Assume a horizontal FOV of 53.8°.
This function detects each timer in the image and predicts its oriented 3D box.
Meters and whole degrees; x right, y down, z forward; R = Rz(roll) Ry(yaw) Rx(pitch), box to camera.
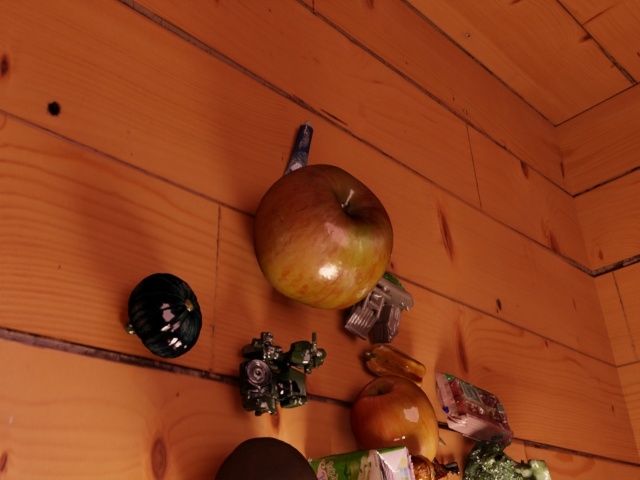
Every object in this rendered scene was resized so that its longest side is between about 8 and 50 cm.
[{"bbox_3d":[0.224,0.176,2.063,0.128,0.047,0.140,39,45,-25],"label":"timer"}]

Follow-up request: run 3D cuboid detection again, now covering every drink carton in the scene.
[{"bbox_3d":[0.094,0.584,1.512,0.108,0.271,0.161,11,62,-40],"label":"drink carton"}]

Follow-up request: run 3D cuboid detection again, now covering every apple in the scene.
[{"bbox_3d":[0.204,0.507,1.730,0.242,0.242,0.241,-35,107,-50],"label":"apple"},{"bbox_3d":[0.000,0.000,1.724,0.400,0.334,0.400,24,37,-20],"label":"apple"}]

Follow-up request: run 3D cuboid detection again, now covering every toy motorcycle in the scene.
[{"bbox_3d":[-0.093,0.335,1.572,0.275,0.127,0.205,18,53,-36],"label":"toy motorcycle"}]

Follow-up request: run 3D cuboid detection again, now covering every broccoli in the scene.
[{"bbox_3d":[0.572,0.739,1.942,0.270,0.270,0.270,172,-90,-89],"label":"broccoli"}]

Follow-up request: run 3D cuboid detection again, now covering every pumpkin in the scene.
[{"bbox_3d":[-0.338,0.164,1.387,0.194,0.150,0.194,26,48,-34],"label":"pumpkin"}]

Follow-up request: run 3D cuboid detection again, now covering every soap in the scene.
[{"bbox_3d":[0.509,0.561,2.087,0.273,0.098,0.218,30,35,-34],"label":"soap"}]

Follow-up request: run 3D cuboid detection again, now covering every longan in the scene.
[{"bbox_3d":[-0.109,0.571,1.340,0.300,0.243,0.301,-2,90,-79],"label":"longan"}]

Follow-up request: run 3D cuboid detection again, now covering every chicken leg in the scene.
[{"bbox_3d":[0.340,0.672,1.904,0.253,0.051,0.106,39,39,-29],"label":"chicken leg"}]

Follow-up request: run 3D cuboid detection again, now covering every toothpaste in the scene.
[{"bbox_3d":[-0.063,-0.287,2.026,0.069,0.047,0.269,44,45,-40],"label":"toothpaste"}]

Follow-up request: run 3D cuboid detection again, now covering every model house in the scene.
[{"bbox_3d":[0.163,0.215,1.901,0.229,0.122,0.188,34,69,-28],"label":"model house"}]

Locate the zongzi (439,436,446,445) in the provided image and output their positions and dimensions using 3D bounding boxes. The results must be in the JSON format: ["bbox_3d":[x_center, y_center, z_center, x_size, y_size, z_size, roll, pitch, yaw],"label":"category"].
[{"bbox_3d":[0.329,0.598,1.912,0.076,0.083,0.040,24,91,-33],"label":"zongzi"}]

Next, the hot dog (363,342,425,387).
[{"bbox_3d":[0.222,0.383,1.928,0.250,0.076,0.104,27,70,-30],"label":"hot dog"}]

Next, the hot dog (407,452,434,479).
[{"bbox_3d":[0.197,0.697,1.581,0.117,0.158,0.349,12,82,-78],"label":"hot dog"}]
